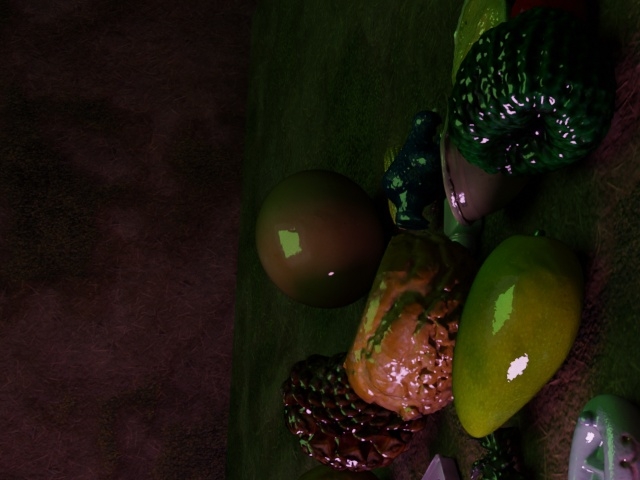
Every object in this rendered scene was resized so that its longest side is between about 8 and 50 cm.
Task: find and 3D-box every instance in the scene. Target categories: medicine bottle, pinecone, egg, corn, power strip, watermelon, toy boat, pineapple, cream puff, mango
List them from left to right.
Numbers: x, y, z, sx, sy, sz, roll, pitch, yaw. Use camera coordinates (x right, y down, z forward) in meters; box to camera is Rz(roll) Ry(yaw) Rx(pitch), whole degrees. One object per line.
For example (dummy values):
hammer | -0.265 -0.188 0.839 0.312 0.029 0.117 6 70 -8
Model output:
egg | 0.000 0.000 2.361 0.374 0.301 0.301 -106 29 -50
pinecone | 0.063 0.341 2.027 0.296 0.298 0.242 105 173 -74
corn | 0.179 -0.121 2.235 0.072 0.072 0.203 123 149 -55
cream puff | 0.184 0.152 1.792 0.343 0.231 0.327 7 -79 -85
power strip | 0.232 0.515 1.802 0.279 0.037 0.109 -101 24 -47
medicine bottle | 0.269 -0.033 1.912 0.074 0.055 0.118 138 138 -64
pineapple | 0.279 0.393 1.592 0.125 0.125 0.251 115 163 -45
watermelon | 0.315 -0.350 1.784 0.204 0.127 0.232 -170 91 -73
mango | 0.294 0.153 1.557 0.192 0.156 0.343 -119 42 -62
toy boat | 0.375 0.309 1.363 0.134 0.078 0.208 -157 75 -76

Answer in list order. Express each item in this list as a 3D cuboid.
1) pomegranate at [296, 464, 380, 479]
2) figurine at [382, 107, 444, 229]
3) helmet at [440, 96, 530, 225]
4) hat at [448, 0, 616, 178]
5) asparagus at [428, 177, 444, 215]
pomegranate | 0.031 0.596 2.104 0.270 0.229 0.252 120 154 -64
figurine | 0.192 -0.148 2.063 0.164 0.120 0.262 117 165 -66
helmet | 0.297 -0.147 1.744 0.258 0.137 0.204 -77 -30 -47
hat | 0.328 -0.280 1.564 0.274 0.242 0.332 -28 41 54
asparagus | 0.245 -0.097 2.092 0.014 0.015 0.114 45 136 27
